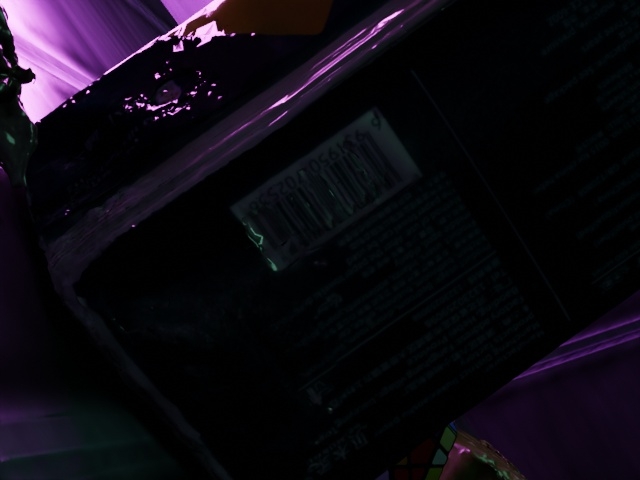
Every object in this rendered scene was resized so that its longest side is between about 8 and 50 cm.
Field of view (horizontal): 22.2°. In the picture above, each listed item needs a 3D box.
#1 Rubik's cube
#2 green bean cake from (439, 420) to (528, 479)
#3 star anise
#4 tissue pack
[{"bbox_3d":[0.053,0.166,1.417,0.133,0.112,0.133,52,4,-6],"label":"Rubik's cube"},{"bbox_3d":[0.172,0.282,1.615,0.214,0.113,0.200,41,1,1],"label":"green bean cake"},{"bbox_3d":[-0.199,-0.085,1.000,0.124,0.056,0.129,89,-15,-62],"label":"star anise"},{"bbox_3d":[0.051,-0.052,1.038,0.264,0.416,0.253,52,4,-31],"label":"tissue pack"}]
